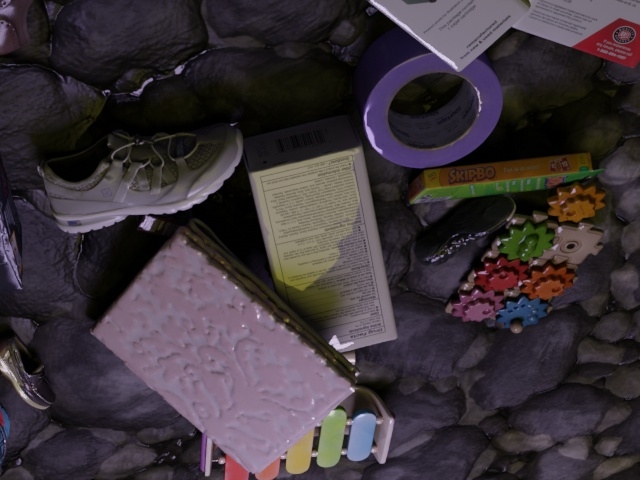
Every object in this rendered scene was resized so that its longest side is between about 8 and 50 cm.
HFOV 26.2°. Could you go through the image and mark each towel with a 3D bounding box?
[{"bbox_3d":[-0.139,0.158,1.940,0.332,0.053,0.317,43,134,-2],"label":"towel"}]

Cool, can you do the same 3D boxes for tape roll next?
[{"bbox_3d":[0.141,-0.193,1.824,0.189,0.080,0.189,-6,131,-7],"label":"tape roll"}]

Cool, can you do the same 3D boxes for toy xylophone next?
[{"bbox_3d":[-0.042,0.285,2.205,0.322,0.081,0.236,-8,132,-6],"label":"toy xylophone"}]

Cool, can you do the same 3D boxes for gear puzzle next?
[{"bbox_3d":[0.332,0.031,2.057,0.175,0.044,0.339,10,137,-21],"label":"gear puzzle"}]

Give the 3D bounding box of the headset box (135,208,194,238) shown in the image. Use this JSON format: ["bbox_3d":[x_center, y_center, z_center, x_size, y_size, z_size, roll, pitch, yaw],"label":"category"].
[{"bbox_3d":[-0.212,-0.035,1.893,0.083,0.062,0.032,15,127,-24],"label":"headset box"}]

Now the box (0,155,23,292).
[{"bbox_3d":[-0.525,-0.018,1.782,0.247,0.142,0.163,-10,131,-6],"label":"box"}]

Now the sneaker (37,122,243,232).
[{"bbox_3d":[-0.238,-0.096,1.803,0.281,0.105,0.115,-20,133,6],"label":"sneaker"}]

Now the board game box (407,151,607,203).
[{"bbox_3d":[0.261,-0.088,1.930,0.259,0.039,0.124,-4,173,-8],"label":"board game box"}]

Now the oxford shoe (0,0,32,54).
[{"bbox_3d":[-0.376,-0.334,1.586,0.098,0.097,0.271,-15,140,-27],"label":"oxford shoe"}]

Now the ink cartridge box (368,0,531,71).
[{"bbox_3d":[0.084,-0.360,1.575,0.289,0.211,0.121,32,119,-33],"label":"ink cartridge box"}]

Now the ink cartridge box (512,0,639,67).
[{"bbox_3d":[0.366,-0.374,1.692,0.197,0.114,0.273,14,127,-23],"label":"ink cartridge box"}]

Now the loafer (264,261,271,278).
[{"bbox_3d":[-0.010,0.052,2.016,0.148,0.056,0.050,2,106,-15],"label":"loafer"}]

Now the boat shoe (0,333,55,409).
[{"bbox_3d":[-0.436,0.197,2.051,0.049,0.056,0.152,-22,132,14],"label":"boat shoe"}]

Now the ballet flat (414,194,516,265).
[{"bbox_3d":[0.213,-0.017,2.023,0.173,0.057,0.049,-31,158,24],"label":"ballet flat"}]

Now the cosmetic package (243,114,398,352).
[{"bbox_3d":[0.000,0.000,1.896,0.160,0.113,0.310,-13,120,-3],"label":"cosmetic package"}]

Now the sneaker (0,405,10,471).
[{"bbox_3d":[-0.533,0.259,2.036,0.104,0.125,0.262,-22,132,6],"label":"sneaker"}]
